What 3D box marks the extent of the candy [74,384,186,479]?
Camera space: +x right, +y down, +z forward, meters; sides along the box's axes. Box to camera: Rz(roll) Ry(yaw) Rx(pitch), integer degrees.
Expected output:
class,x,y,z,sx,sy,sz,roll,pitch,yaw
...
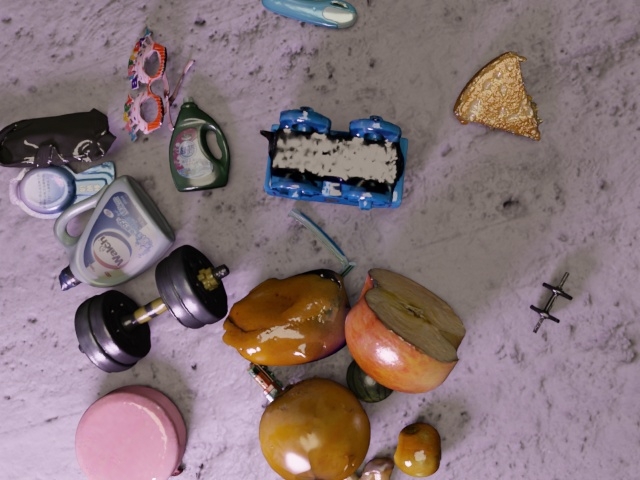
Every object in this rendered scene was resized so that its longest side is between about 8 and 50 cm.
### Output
class,x,y,z,sx,sy,sz,roll,pitch,yaw
candy,-0.424,0.459,1.564,0.255,0.094,0.255,0,91,6

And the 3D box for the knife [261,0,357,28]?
class,x,y,z,sx,sy,sz,roll,pitch,yaw
knife,-0.026,-0.517,1.535,0.222,0.031,0.064,16,97,9

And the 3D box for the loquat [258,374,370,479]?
class,x,y,z,sx,sy,sz,roll,pitch,yaw
loquat,-0.013,0.405,1.453,0.235,0.235,0.235,0,91,6

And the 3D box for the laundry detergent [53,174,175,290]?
class,x,y,z,sx,sy,sz,roll,pitch,yaw
laundry detergent,-0.491,0.004,1.555,0.280,0.105,0.215,-34,95,7

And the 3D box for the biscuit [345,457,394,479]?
class,x,y,z,sx,sy,sz,roll,pitch,yaw
biscuit,0.098,0.593,1.538,0.164,0.047,0.208,-7,90,7

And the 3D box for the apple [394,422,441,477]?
class,x,y,z,sx,sy,sz,roll,pitch,yaw
apple,0.212,0.456,1.499,0.102,0.099,0.114,3,95,8

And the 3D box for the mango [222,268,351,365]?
class,x,y,z,sx,sy,sz,roll,pitch,yaw
mango,-0.067,0.176,1.483,0.287,0.201,0.152,-11,133,7

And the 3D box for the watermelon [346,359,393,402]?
class,x,y,z,sx,sy,sz,roll,pitch,yaw
watermelon,0.104,0.289,1.500,0.105,0.105,0.133,-28,98,6

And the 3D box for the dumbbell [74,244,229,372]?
class,x,y,z,sx,sy,sz,roll,pitch,yaw
dumbbell,-0.363,0.150,1.492,0.388,0.185,0.185,-28,88,12

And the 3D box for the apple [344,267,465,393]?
class,x,y,z,sx,sy,sz,roll,pitch,yaw
apple,0.155,0.204,1.419,0.251,0.293,0.163,33,110,7

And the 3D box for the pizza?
class,x,y,z,sx,sy,sz,roll,pitch,yaw
pizza,0.402,-0.288,1.484,0.188,0.062,0.199,-43,93,17

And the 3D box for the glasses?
class,x,y,z,sx,sy,sz,roll,pitch,yaw
glasses,-0.376,-0.347,1.557,0.162,0.095,0.255,8,92,36

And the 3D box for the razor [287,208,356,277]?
class,x,y,z,sx,sy,sz,roll,pitch,yaw
razor,0.003,-0.001,1.541,0.191,0.037,0.068,48,137,7

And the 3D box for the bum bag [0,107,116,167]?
class,x,y,z,sx,sy,sz,roll,pitch,yaw
bum bag,-0.611,-0.227,1.567,0.326,0.080,0.142,-4,55,8

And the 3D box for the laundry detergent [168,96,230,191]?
class,x,y,z,sx,sy,sz,roll,pitch,yaw
laundry detergent,-0.275,-0.219,1.552,0.137,0.063,0.211,-6,89,5

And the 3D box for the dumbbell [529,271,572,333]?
class,x,y,z,sx,sy,sz,roll,pitch,yaw
dumbbell,0.494,0.133,1.476,0.069,0.069,0.147,29,94,4

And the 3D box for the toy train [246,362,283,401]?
class,x,y,z,sx,sy,sz,roll,pitch,yaw
toy train,-0.125,0.315,1.546,0.044,0.064,0.103,-43,87,7

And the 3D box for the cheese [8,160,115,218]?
class,x,y,z,sx,sy,sz,roll,pitch,yaw
cheese,-0.595,-0.119,1.589,0.245,0.052,0.135,-3,93,-2

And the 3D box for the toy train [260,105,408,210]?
class,x,y,z,sx,sy,sz,roll,pitch,yaw
toy train,0.025,-0.158,1.420,0.300,0.265,0.188,7,88,2
